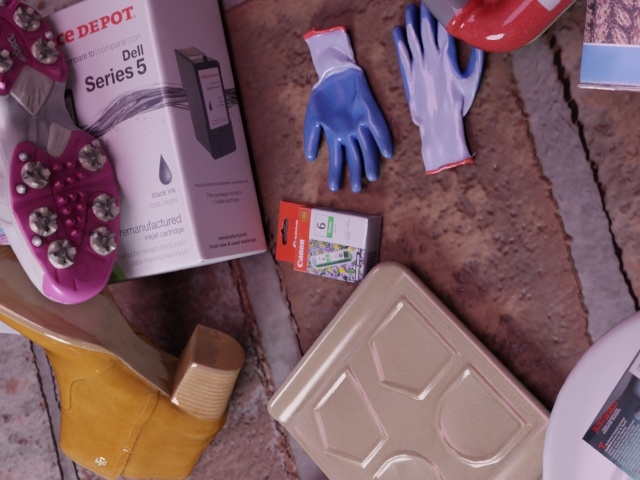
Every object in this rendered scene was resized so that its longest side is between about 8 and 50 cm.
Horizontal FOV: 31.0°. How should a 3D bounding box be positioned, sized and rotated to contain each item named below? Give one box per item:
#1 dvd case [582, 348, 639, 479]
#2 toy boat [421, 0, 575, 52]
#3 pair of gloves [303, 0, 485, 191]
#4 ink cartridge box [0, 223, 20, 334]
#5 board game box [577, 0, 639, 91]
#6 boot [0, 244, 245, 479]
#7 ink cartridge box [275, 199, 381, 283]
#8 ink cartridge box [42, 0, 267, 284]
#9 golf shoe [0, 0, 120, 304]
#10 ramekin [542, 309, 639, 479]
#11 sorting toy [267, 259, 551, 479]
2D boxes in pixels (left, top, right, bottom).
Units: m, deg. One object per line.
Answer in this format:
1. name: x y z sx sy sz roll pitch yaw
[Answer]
1. dvd case: 0.242 0.132 0.762 0.119 0.013 0.087 37 103 37
2. toy boat: 0.150 -0.258 0.888 0.231 0.151 0.151 -46 71 28
3. pair of gloves: 0.062 -0.130 1.036 0.198 0.023 0.159 -10 90 34
4. ink cartridge box: -0.325 0.003 1.237 0.127 0.128 0.176 1 95 33
5. board game box: 0.287 -0.237 0.754 0.141 0.232 0.291 9 101 32
6. boot: -0.233 0.136 1.125 0.295 0.104 0.211 23 128 -11
7. ink cartridge box: 0.000 0.000 1.085 0.115 0.029 0.062 11 101 31
8. ink cartridge box: -0.183 -0.100 1.142 0.198 0.115 0.272 -12 89 34
9. golf shoe: -0.280 -0.073 1.086 0.140 0.115 0.306 -34 70 43
10. ramekin: 0.293 0.166 0.810 0.277 0.135 0.277 -9 75 37
11. sorting toy: 0.059 0.197 1.068 0.229 0.041 0.307 44 117 16
